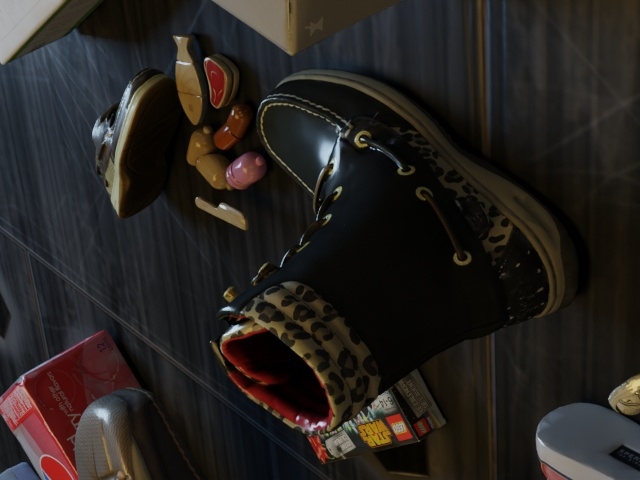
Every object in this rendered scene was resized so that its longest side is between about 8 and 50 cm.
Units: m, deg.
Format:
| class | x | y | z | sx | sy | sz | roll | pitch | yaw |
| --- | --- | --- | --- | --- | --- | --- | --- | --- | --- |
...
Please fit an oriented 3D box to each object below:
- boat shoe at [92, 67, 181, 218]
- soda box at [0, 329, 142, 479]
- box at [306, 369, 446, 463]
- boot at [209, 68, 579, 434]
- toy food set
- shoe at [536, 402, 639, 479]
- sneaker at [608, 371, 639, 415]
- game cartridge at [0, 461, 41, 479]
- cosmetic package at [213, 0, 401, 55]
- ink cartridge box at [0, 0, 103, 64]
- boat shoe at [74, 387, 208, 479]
| class | x | y | z | sx | sy | sz | roll | pitch | yaw |
| --- | --- | --- | --- | --- | --- | --- | --- | --- | --- |
| boat shoe | -0.133 | -0.071 | 1.337 | 0.049 | 0.056 | 0.152 | 45 | 148 | 17 |
| soda box | -0.152 | 0.211 | 1.576 | 0.263 | 0.092 | 0.083 | 58 | 151 | 4 |
| box | 0.018 | 0.094 | 1.275 | 0.094 | 0.027 | 0.137 | 61 | 151 | -2 |
| boot | 0.001 | -0.001 | 1.063 | 0.236 | 0.178 | 0.085 | 36 | 142 | 35 |
| toy food set | -0.062 | -0.072 | 1.266 | 0.078 | 0.019 | 0.122 | 26 | 128 | 45 |
| shoe | 0.185 | 0.157 | 1.041 | 0.178 | 0.063 | 0.081 | 30 | 140 | 50 |
| sneaker | 0.180 | 0.080 | 1.007 | 0.037 | 0.032 | 0.083 | 55 | 151 | 10 |
| game cartridge | -0.263 | 0.386 | 1.943 | 0.230 | 0.068 | 0.355 | 53 | 150 | 21 |
| cosmetic package | -0.055 | -0.215 | 1.047 | 0.238 | 0.107 | 0.127 | 36 | 142 | 32 |
| ink cartridge box | -0.183 | -0.205 | 1.289 | 0.109 | 0.062 | 0.209 | 61 | 150 | 0 |
| boat shoe | -0.068 | 0.247 | 1.444 | 0.132 | 0.130 | 0.355 | 18 | 136 | 55 |
